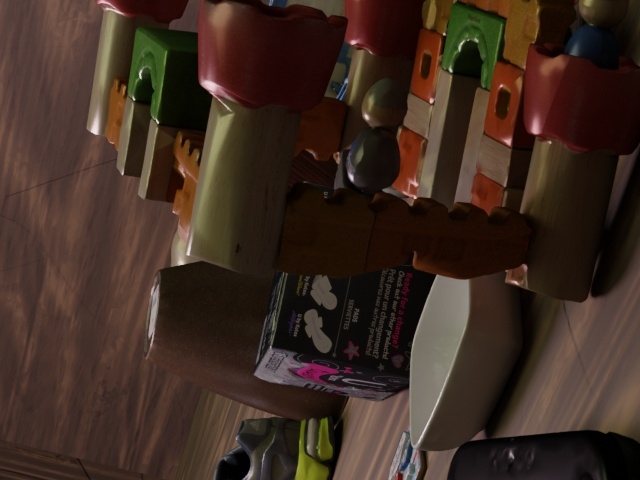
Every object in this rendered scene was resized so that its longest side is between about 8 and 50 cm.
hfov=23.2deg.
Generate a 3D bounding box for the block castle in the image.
[{"bbox_3d":[0.015,-0.125,1.096,0.453,0.303,0.213,-138,57,-67],"label":"block castle"}]

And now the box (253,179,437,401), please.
[{"bbox_3d":[0.025,0.059,1.487,0.247,0.142,0.163,116,166,-78],"label":"box"}]

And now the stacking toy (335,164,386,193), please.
[{"bbox_3d":[0.057,-0.084,1.968,0.167,0.052,0.221,114,170,-46],"label":"stacking toy"}]

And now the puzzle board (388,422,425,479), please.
[{"bbox_3d":[0.066,0.226,1.381,0.096,0.011,0.128,-91,18,-66],"label":"puzzle board"}]

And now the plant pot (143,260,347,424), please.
[{"bbox_3d":[-0.089,0.103,1.858,0.215,0.230,0.215,-171,90,-79],"label":"plant pot"}]

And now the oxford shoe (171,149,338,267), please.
[{"bbox_3d":[-0.082,-0.039,2.069,0.397,0.140,0.146,-32,-24,-52],"label":"oxford shoe"}]

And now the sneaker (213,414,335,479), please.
[{"bbox_3d":[-0.073,0.308,1.862,0.111,0.121,0.300,-84,11,-53],"label":"sneaker"}]

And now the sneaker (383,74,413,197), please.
[{"bbox_3d":[0.108,-0.162,1.639,0.115,0.105,0.281,59,-145,-56],"label":"sneaker"}]

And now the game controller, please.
[{"bbox_3d":[0.113,0.192,0.856,0.319,0.067,0.167,135,149,-78],"label":"game controller"}]

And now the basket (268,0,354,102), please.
[{"bbox_3d":[-0.004,-0.264,1.808,0.201,0.289,0.255,33,111,52],"label":"basket"}]

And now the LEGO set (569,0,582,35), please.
[{"bbox_3d":[0.160,-0.155,1.294,0.244,0.060,0.182,-44,29,47],"label":"LEGO set"}]

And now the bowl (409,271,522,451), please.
[{"bbox_3d":[0.110,0.078,1.168,0.142,0.053,0.142,-85,13,-55],"label":"bowl"}]
